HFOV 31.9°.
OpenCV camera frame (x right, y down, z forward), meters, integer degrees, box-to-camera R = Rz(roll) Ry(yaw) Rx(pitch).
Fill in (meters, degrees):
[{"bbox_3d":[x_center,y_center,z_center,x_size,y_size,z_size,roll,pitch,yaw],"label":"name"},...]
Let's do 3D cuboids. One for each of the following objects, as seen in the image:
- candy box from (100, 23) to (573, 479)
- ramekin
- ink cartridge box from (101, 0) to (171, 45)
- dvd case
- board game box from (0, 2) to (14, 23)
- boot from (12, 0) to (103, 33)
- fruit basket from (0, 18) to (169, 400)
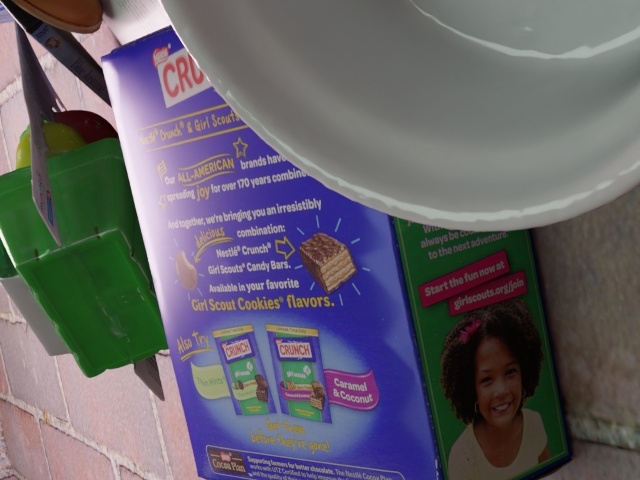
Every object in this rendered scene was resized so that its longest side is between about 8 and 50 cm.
[{"bbox_3d":[0.000,0.000,0.733,0.268,0.122,0.317,-5,99,51],"label":"candy box"},{"bbox_3d":[0.062,-0.155,0.463,0.277,0.135,0.277,21,132,25],"label":"ramekin"},{"bbox_3d":[-0.122,-0.250,0.946,0.296,0.066,0.261,53,147,29],"label":"ink cartridge box"},{"bbox_3d":[-0.298,-0.235,1.194,0.180,0.022,0.253,48,-179,18],"label":"dvd case"},{"bbox_3d":[-0.484,-0.304,1.442,0.145,0.281,0.027,-24,82,64],"label":"board game box"},{"bbox_3d":[-0.236,-0.288,0.981,0.197,0.073,0.152,43,125,-17],"label":"boot"},{"bbox_3d":[-0.267,-0.038,1.213,0.327,0.165,0.353,71,172,-46],"label":"fruit basket"}]
